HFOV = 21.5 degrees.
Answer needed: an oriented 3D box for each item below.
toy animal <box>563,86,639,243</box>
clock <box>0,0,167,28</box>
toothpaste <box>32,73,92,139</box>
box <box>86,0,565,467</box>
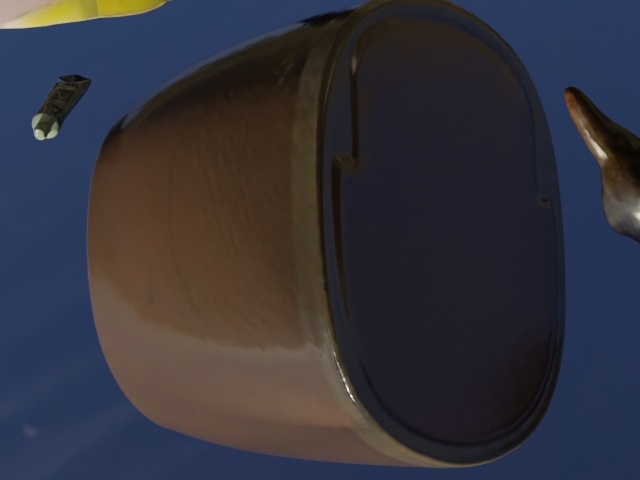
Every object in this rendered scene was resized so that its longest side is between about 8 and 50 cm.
[{"bbox_3d":[0.228,-0.098,0.846,0.298,0.122,0.185,-24,-99,-41],"label":"toy animal"},{"bbox_3d":[-0.162,-0.238,0.383,0.368,0.376,0.251,-19,-157,-36],"label":"clock"},{"bbox_3d":[-0.173,-0.089,1.109,0.027,0.019,0.083,-2,-149,13],"label":"toothpaste"},{"bbox_3d":[0.000,0.000,1.079,0.216,0.301,0.301,-5,-134,37],"label":"box"}]
